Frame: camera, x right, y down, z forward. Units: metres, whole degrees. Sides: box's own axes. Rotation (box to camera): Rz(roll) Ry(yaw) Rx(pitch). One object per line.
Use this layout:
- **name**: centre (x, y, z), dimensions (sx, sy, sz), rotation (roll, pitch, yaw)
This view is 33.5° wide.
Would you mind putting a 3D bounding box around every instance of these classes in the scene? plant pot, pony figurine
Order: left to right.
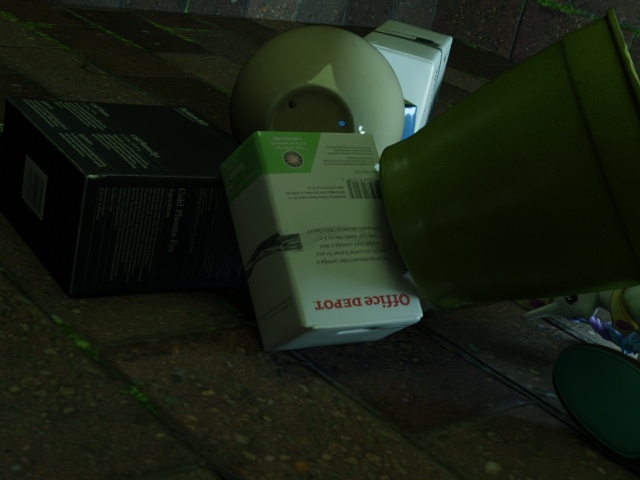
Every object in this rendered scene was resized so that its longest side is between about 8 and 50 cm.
- **plant pot**: centre (-0.008, -0.183, 1.635), dimensions (0.284, 0.284, 0.191), rotation (12, 14, -1)
- **plant pot**: centre (0.280, -0.073, 1.420), dimensions (0.353, 0.366, 0.366), rotation (-19, 12, 18)
- **pony figurine**: centre (0.521, 0.055, 1.581), dimensions (0.351, 0.303, 0.363), rotation (-38, 34, -27)

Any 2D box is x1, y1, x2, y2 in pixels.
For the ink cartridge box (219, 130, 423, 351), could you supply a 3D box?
- **ink cartridge box**: centre (0.000, 0.000, 1.421), dimensions (0.198, 0.273, 0.115), rotation (-2, -20, -35)

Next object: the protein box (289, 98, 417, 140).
- **protein box**: centre (0.050, -0.162, 1.937), dimensions (0.200, 0.201, 0.136), rotation (-9, 29, -26)

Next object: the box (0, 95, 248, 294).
- **box**: centre (-0.272, -0.074, 1.574), dimensions (0.312, 0.179, 0.343), rotation (-2, 25, -34)

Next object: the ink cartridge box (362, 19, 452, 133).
- **ink cartridge box**: centre (0.155, -0.297, 2.279), dimensions (0.166, 0.285, 0.395), rotation (16, 21, 8)

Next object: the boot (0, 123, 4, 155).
- **boot**: centre (-0.546, -0.173, 1.811), dimensions (0.236, 0.085, 0.178), rotation (4, 19, -22)

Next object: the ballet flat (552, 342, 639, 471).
- **ballet flat**: centre (0.432, 0.240, 1.286), dimensions (0.123, 0.123, 0.348), rotation (-4, 25, -39)
